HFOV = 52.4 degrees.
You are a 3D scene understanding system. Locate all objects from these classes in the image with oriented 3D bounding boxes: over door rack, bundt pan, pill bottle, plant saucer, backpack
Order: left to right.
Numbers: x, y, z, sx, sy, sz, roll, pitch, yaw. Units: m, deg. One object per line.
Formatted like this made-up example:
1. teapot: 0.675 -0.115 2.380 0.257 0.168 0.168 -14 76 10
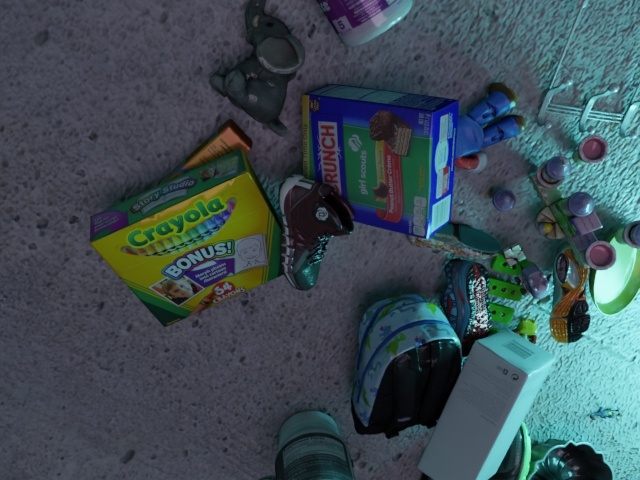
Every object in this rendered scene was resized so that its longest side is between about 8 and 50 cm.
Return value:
1. pill bottle: -0.012 0.615 1.662 0.204 0.361 0.204 -2 113 -6
2. pill bottle: 0.041 -0.549 1.272 0.169 0.169 0.301 -33 113 7
3. backpack: 0.212 0.305 1.616 0.290 0.273 0.355 -11 149 -8
4. bundt pan: 0.684 0.726 1.882 0.331 0.124 0.331 0 89 -19
5. over door rack: 0.644 -0.392 1.447 0.239 0.108 0.324 6 112 -10
6. plant saucer: 0.754 0.073 1.654 0.241 0.037 0.241 -13 113 -32

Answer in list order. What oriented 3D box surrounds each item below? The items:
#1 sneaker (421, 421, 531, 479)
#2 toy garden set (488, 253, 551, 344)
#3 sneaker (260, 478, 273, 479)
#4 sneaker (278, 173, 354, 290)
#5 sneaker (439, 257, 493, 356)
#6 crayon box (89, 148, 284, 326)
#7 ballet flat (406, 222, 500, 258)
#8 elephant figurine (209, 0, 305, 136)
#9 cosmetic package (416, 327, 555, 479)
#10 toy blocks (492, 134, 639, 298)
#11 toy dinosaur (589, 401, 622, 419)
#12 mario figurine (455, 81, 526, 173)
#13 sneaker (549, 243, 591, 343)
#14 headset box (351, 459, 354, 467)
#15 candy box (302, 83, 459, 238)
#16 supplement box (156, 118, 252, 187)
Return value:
1. sneaker: 0.405 0.672 1.836 0.202 0.185 0.483 31 105 -22
2. toy garden set: 0.501 0.159 1.702 0.204 0.049 0.244 15 110 -11
3. sneaker: -0.184 0.745 1.854 0.162 0.073 0.063 -33 113 8
4. sneaker: 0.000 0.000 1.412 0.162 0.106 0.281 12 124 31
5. sneaker: 0.362 0.165 1.651 0.104 0.125 0.262 -12 111 -30
6. crayon box: -0.269 0.005 1.455 0.363 0.106 0.313 -24 135 3
7. ballet flat: 0.321 0.000 1.602 0.241 0.091 0.077 17 140 -9
8. elephant figurine: -0.106 -0.380 1.347 0.239 0.169 0.186 -54 139 -1
9. cosmetic package: 0.416 0.434 1.639 0.217 0.156 0.385 -3 120 -54
10. toy blocks: 0.555 -0.050 1.451 0.309 0.260 0.288 -27 86 7
11. toy dinosaur: 0.832 0.512 1.897 0.082 0.047 0.090 -23 126 23
12. mario figurine: 0.289 -0.239 1.486 0.320 0.170 0.198 -27 78 -6
13. sneaker: 0.636 0.132 1.658 0.099 0.121 0.262 4 108 14
14. headset box: 0.050 0.648 1.863 0.062 0.032 0.083 36 106 -19
15. candy box: 0.116 -0.175 1.377 0.317 0.122 0.268 16 119 34
16. supplement box: -0.261 -0.163 1.452 0.233 0.080 0.078 -39 111 14
